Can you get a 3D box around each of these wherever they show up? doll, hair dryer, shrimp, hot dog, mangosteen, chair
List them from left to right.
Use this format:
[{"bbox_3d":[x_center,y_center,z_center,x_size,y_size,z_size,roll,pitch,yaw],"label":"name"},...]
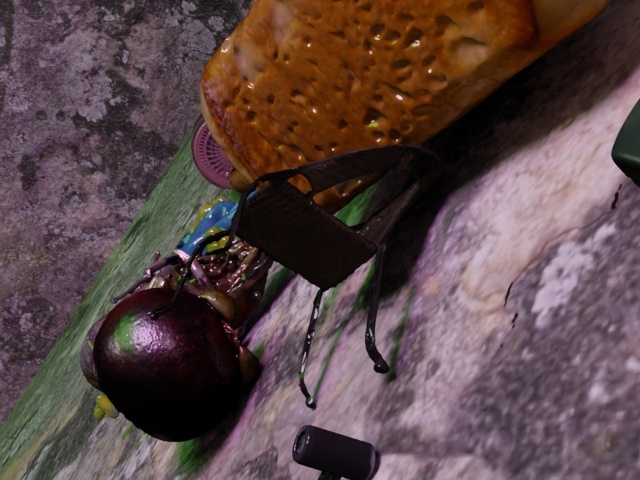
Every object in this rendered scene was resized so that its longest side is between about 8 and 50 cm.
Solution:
[{"bbox_3d":[-0.203,0.058,1.176,0.346,0.099,0.341,-48,19,14],"label":"doll"},{"bbox_3d":[-0.134,0.110,0.800,0.152,0.152,0.152,-48,17,20],"label":"mangosteen"},{"bbox_3d":[-0.135,0.058,0.914,0.343,0.145,0.116,-42,22,20],"label":"shrimp"},{"bbox_3d":[-0.092,-0.102,1.256,0.090,0.060,0.140,-48,18,-25],"label":"hot dog"},{"bbox_3d":[-0.074,-0.243,1.436,0.352,0.125,0.210,-43,16,3],"label":"hair dryer"},{"bbox_3d":[-0.003,0.157,0.523,0.026,0.047,0.083,-138,70,-74],"label":"hair dryer"},{"bbox_3d":[0.000,0.000,0.651,0.174,0.149,0.213,-41,15,52],"label":"chair"},{"bbox_3d":[0.072,-0.185,0.696,0.223,0.185,0.405,-44,5,-38],"label":"hot dog"}]

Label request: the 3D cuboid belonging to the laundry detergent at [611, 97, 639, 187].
[{"bbox_3d":[0.224,-0.092,0.343,0.211,0.063,0.137,-50,19,8],"label":"laundry detergent"}]
